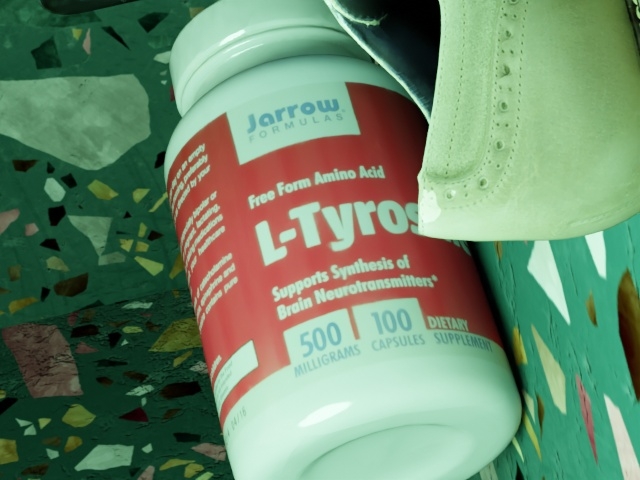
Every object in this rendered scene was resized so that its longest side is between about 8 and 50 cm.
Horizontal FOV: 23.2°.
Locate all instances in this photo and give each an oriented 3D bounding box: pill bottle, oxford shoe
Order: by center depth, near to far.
[{"bbox_3d":[0.063,-0.170,0.696,0.140,0.146,0.397,81,177,-51],"label":"oxford shoe"},{"bbox_3d":[0.000,0.000,1.271,0.229,0.229,0.408,88,168,-60],"label":"pill bottle"}]

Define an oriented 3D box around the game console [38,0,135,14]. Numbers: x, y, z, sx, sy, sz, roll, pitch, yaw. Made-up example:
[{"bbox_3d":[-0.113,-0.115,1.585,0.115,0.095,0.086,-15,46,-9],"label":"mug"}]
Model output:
[{"bbox_3d":[-0.053,-0.202,1.044,0.250,0.293,0.173,-112,9,-54],"label":"game console"}]
